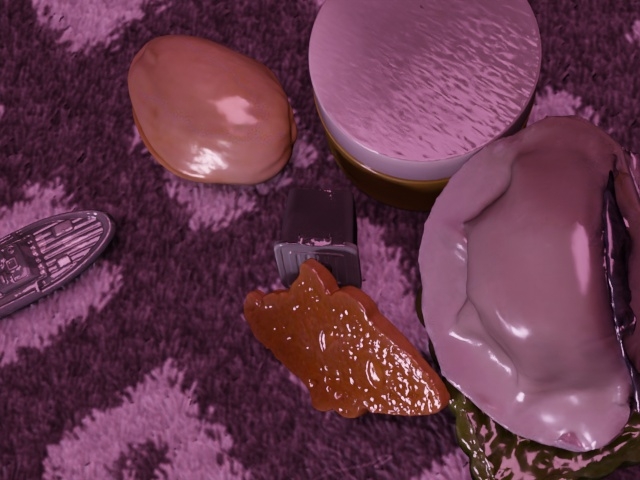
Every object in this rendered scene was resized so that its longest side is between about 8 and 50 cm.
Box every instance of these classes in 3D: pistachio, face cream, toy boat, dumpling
[{"bbox_3d":[-0.117,-0.135,1.240,0.200,0.117,0.145,32,67,11],"label":"pistachio"},{"bbox_3d":[0.103,-0.154,1.194,0.218,0.179,0.218,-1,76,5],"label":"face cream"},{"bbox_3d":[-0.330,0.037,1.237,0.260,0.085,0.078,-26,74,-2],"label":"toy boat"},{"bbox_3d":[0.190,0.036,1.028,0.205,0.163,0.293,0,89,2],"label":"dumpling"}]

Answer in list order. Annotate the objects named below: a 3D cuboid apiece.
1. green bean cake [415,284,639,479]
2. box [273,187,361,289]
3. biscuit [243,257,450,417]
[{"bbox_3d":[0.218,0.111,1.148,0.222,0.125,0.248,-21,74,0],"label":"green bean cake"},{"bbox_3d":[0.000,0.000,1.203,0.084,0.122,0.069,2,65,4],"label":"box"},{"bbox_3d":[0.023,0.105,1.163,0.250,0.162,0.035,26,40,35],"label":"biscuit"}]
